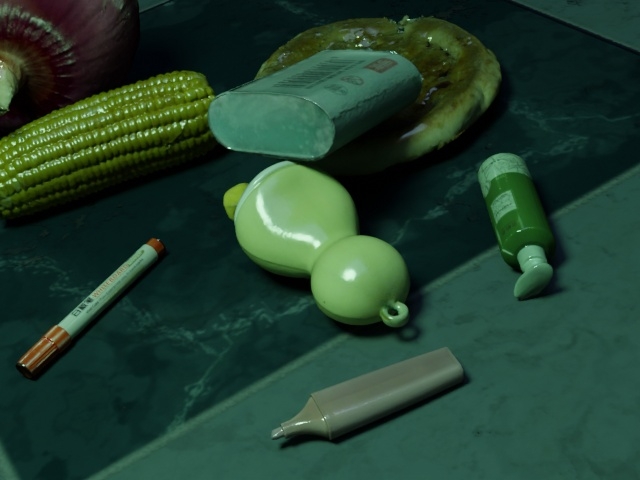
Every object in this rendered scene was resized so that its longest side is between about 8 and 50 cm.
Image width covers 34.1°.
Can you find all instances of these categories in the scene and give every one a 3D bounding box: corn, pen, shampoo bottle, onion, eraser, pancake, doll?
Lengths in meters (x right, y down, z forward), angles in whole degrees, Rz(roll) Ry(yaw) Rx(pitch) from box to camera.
[{"bbox_3d":[-0.299,-0.131,1.415,0.344,0.131,0.131,-22,37,-11],"label":"corn"},{"bbox_3d":[-0.262,0.074,1.212,0.028,0.028,0.239,14,43,31],"label":"pen"},{"bbox_3d":[0.221,-0.019,1.164,0.065,0.065,0.204,-10,37,4],"label":"shampoo bottle"},{"bbox_3d":[-0.450,-0.295,1.496,0.358,0.358,0.345,12,60,29],"label":"onion"},{"bbox_3d":[-0.003,-0.169,1.258,0.174,0.081,0.227,6,25,31],"label":"eraser"},{"bbox_3d":[0.043,0.154,1.010,0.197,0.032,0.053,-18,37,-12],"label":"pen"},{"bbox_3d":[0.069,-0.219,1.465,0.382,0.071,0.382,-9,38,7],"label":"pancake"},{"bbox_3d":[0.000,0.010,1.161,0.141,0.117,0.296,-23,51,-24],"label":"doll"}]
